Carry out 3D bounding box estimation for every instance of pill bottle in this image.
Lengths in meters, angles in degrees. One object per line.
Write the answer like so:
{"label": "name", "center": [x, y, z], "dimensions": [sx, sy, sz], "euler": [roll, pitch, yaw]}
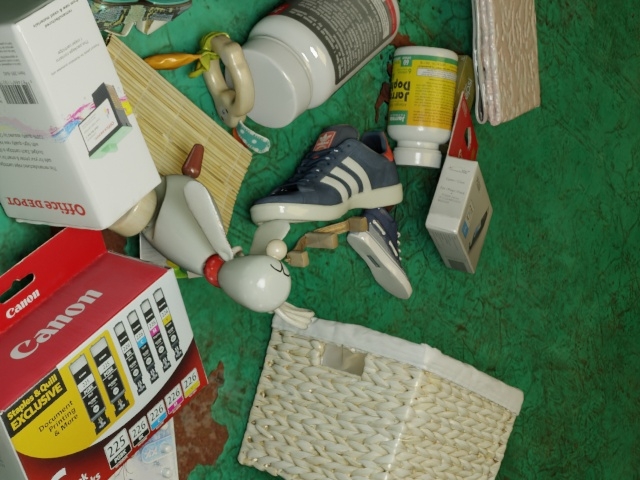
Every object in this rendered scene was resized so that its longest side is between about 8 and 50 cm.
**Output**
{"label": "pill bottle", "center": [-0.013, -0.307, 1.962], "dimensions": [0.283, 0.161, 0.161], "euler": [-45, 127, -37]}
{"label": "pill bottle", "center": [0.180, -0.235, 2.235], "dimensions": [0.118, 0.118, 0.208], "euler": [4, 92, -50]}

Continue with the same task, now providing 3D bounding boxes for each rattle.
{"label": "rattle", "center": [-0.164, -0.196, 1.850], "dimensions": [0.143, 0.130, 0.199], "euler": [-38, 137, -38]}

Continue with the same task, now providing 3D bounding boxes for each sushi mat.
{"label": "sushi mat", "center": [-0.216, -0.143, 1.775], "dimensions": [0.316, 0.019, 0.151], "euler": [40, 59, -41]}

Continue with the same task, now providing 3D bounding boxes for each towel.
{"label": "towel", "center": [0.359, -0.402, 2.425], "dimensions": [0.317, 0.053, 0.331], "euler": [-29, 117, -61]}

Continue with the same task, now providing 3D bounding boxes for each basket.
{"label": "basket", "center": [0.098, 0.299, 2.049], "dimensions": [0.331, 0.328, 0.266], "euler": [26, 78, -49]}

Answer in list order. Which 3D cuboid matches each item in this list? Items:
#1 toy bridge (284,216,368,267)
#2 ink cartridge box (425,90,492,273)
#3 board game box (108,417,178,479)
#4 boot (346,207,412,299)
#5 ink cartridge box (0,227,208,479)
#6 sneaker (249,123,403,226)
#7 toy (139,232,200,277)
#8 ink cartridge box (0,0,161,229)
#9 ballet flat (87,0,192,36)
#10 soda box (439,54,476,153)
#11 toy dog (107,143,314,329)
{"label": "toy bridge", "center": [0.000, 0.000, 2.090], "dimensions": [0.188, 0.063, 0.026], "euler": [-29, 116, -46]}
{"label": "ink cartridge box", "center": [0.274, -0.100, 2.317], "dimensions": [0.296, 0.066, 0.261], "euler": [50, 55, -70]}
{"label": "board game box", "center": [-0.334, 0.347, 1.746], "dimensions": [0.390, 0.050, 0.390], "euler": [-17, 107, -48]}
{"label": "boot", "center": [0.124, 0.019, 2.235], "dimensions": [0.086, 0.069, 0.190], "euler": [-57, 131, -25]}
{"label": "ink cartridge box", "center": [-0.314, 0.157, 1.582], "dimensions": [0.309, 0.130, 0.271], "euler": [-44, 134, -38]}
{"label": "sneaker", "center": [0.003, -0.111, 2.046], "dimensions": [0.350, 0.131, 0.148], "euler": [-16, 100, -54]}
{"label": "toy", "center": [-0.226, -0.061, 1.819], "dimensions": [0.137, 0.056, 0.237], "euler": [-6, 93, -50]}
{"label": "ink cartridge box", "center": [-0.344, -0.164, 1.552], "dimensions": [0.117, 0.201, 0.278], "euler": [-43, 126, -38]}
{"label": "ballet flat", "center": [-0.260, -0.319, 1.755], "dimensions": [0.188, 0.070, 0.070], "euler": [-12, 103, -47]}
{"label": "soda box", "center": [0.245, -0.256, 2.355], "dimensions": [0.061, 0.058, 0.181], "euler": [31, 71, -49]}
{"label": "toy dog", "center": [-0.135, -0.027, 1.655], "dimensions": [0.161, 0.334, 0.220], "euler": [-64, 154, 1]}
